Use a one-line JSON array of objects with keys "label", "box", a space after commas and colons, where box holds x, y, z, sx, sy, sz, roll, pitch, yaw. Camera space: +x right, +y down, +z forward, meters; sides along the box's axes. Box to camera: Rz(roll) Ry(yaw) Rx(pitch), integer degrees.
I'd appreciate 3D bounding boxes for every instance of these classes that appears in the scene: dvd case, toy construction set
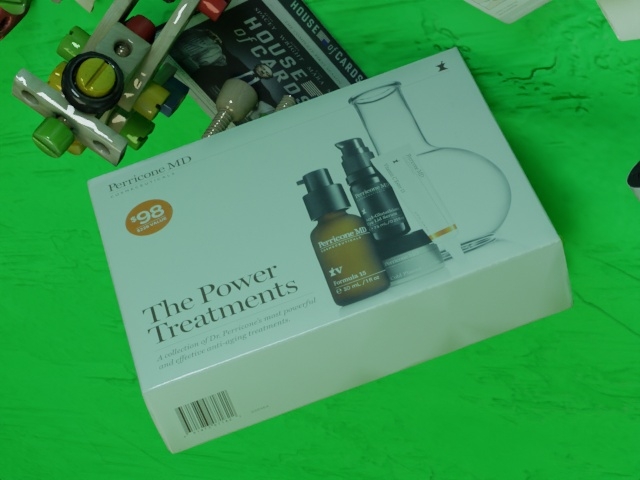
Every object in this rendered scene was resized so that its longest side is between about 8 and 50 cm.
[{"label": "dvd case", "box": [-0.063, -0.178, 1.856, 0.179, 0.029, 0.239, 47, 149, -19]}, {"label": "toy construction set", "box": [-0.187, -0.127, 1.770, 0.309, 0.237, 0.257, 46, 146, -24]}]

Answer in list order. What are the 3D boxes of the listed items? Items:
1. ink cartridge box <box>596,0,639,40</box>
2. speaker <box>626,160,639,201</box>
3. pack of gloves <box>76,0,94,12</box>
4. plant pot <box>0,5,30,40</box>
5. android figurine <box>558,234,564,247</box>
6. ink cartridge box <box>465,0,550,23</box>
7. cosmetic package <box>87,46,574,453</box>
[{"label": "ink cartridge box", "box": [0.264, -0.220, 1.346, 0.092, 0.143, 0.090, -2, 133, 48]}, {"label": "speaker", "box": [0.338, -0.020, 1.641, 0.055, 0.055, 0.136, -7, 129, 50]}, {"label": "pack of gloves", "box": [-0.305, -0.359, 1.858, 0.232, 0.046, 0.195, 40, 162, -1]}, {"label": "plant pot", "box": [-0.445, -0.263, 1.974, 0.191, 0.174, 0.191, 30, 156, 15]}, {"label": "android figurine", "box": [0.135, -0.009, 1.801, 0.248, 0.056, 0.273, 35, 162, -24]}, {"label": "ink cartridge box", "box": [0.147, -0.259, 1.473, 0.179, 0.045, 0.145, 23, 145, -37]}, {"label": "cosmetic package", "box": [0.000, 0.000, 1.607, 0.284, 0.377, 0.097, -112, 3, -47]}]
